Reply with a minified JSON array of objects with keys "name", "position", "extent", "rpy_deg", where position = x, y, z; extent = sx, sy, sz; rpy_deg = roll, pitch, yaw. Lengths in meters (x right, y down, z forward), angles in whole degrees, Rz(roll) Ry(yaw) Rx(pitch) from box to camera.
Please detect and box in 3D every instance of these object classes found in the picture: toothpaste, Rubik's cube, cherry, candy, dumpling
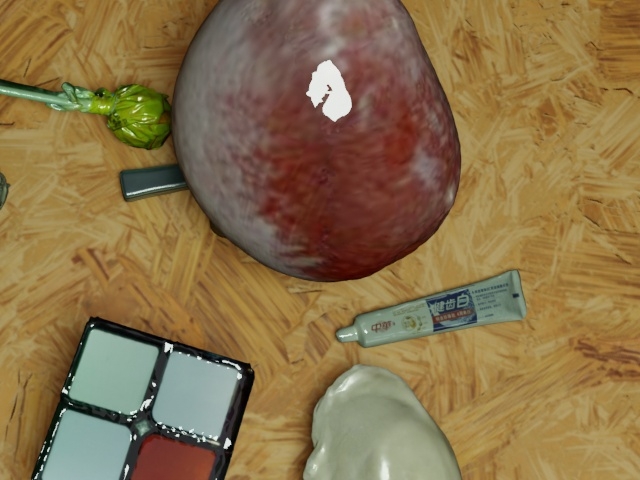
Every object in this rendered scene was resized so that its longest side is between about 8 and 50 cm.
[{"name":"toothpaste","position":[0.129,0.085,1.323],"extent":[0.233,0.038,0.060],"rpy_deg":[-12,79,-13]},{"name":"Rubik's cube","position":[-0.176,0.199,1.182],"extent":[0.183,0.167,0.180],"rpy_deg":[19,73,0]},{"name":"cherry","position":[-0.012,-0.130,1.198],"extent":[0.291,0.326,0.335],"rpy_deg":[-34,120,-15]},{"name":"candy","position":[-0.287,-0.160,1.290],"extent":[0.262,0.077,0.073],"rpy_deg":[10,75,-24]},{"name":"dumpling","position":[0.065,0.255,1.217],"extent":[0.162,0.132,0.250],"rpy_deg":[-19,92,-21]}]

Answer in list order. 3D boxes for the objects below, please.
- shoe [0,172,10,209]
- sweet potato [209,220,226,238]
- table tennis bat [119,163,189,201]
[{"name":"shoe","position":[-0.394,-0.071,1.273],"extent":[0.098,0.103,0.275],"rpy_deg":[8,79,-6]},{"name":"sweet potato","position":[-0.002,0.002,1.317],"extent":[0.249,0.059,0.069],"rpy_deg":[0,71,-8]},{"name":"table tennis bat","position":[-0.084,-0.086,1.354],"extent":[0.301,0.022,0.173],"rpy_deg":[-11,76,-11]}]
